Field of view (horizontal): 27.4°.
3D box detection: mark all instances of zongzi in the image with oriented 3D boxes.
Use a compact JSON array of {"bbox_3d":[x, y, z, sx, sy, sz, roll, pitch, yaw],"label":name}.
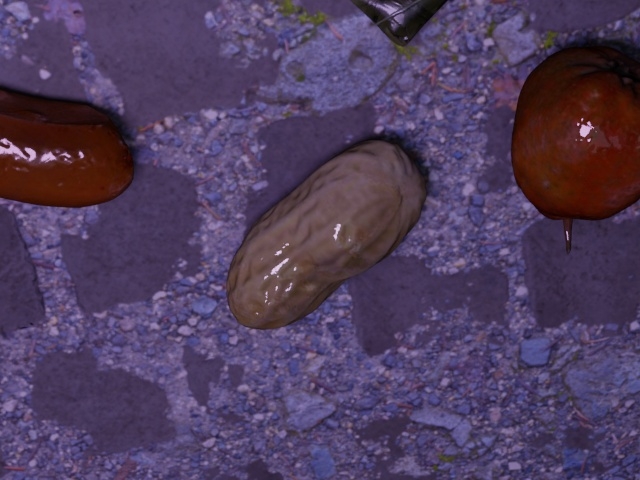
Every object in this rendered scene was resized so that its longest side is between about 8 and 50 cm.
[{"bbox_3d":[0.093,-0.309,1.599,0.113,0.052,0.104,41,98,-11],"label":"zongzi"}]

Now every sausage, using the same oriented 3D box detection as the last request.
[{"bbox_3d":[-0.353,-0.108,1.591,0.258,0.133,0.133,10,115,-15],"label":"sausage"}]

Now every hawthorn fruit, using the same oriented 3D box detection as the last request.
[{"bbox_3d":[0.332,-0.109,1.647,0.211,0.210,0.262,9,123,-12],"label":"hawthorn fruit"}]

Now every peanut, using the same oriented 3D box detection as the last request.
[{"bbox_3d":[0.000,0.000,1.688,0.313,0.152,0.152,-37,116,13],"label":"peanut"}]
